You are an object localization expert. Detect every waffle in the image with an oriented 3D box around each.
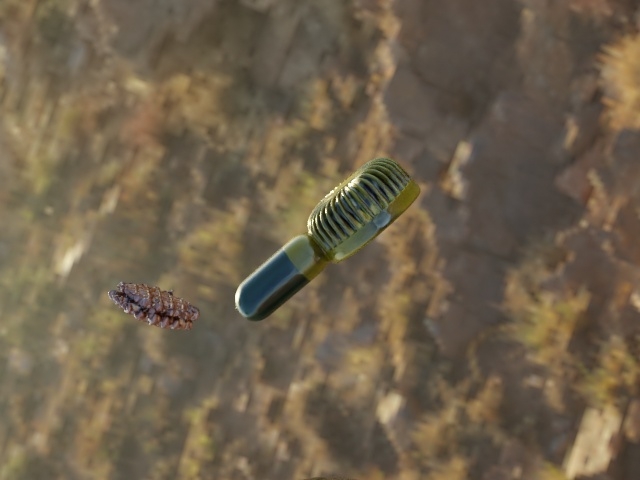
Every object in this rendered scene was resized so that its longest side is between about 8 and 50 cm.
[{"bbox_3d":[-0.153,0.060,1.678,0.075,0.083,0.029,24,97,39],"label":"waffle"}]

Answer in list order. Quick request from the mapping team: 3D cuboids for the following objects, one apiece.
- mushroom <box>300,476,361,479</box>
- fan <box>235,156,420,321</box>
[{"bbox_3d":[0.018,0.287,1.713,0.156,0.285,0.151,-49,63,24],"label":"mushroom"},{"bbox_3d":[0.000,0.000,1.281,0.155,0.039,0.082,-41,7,4],"label":"fan"}]
